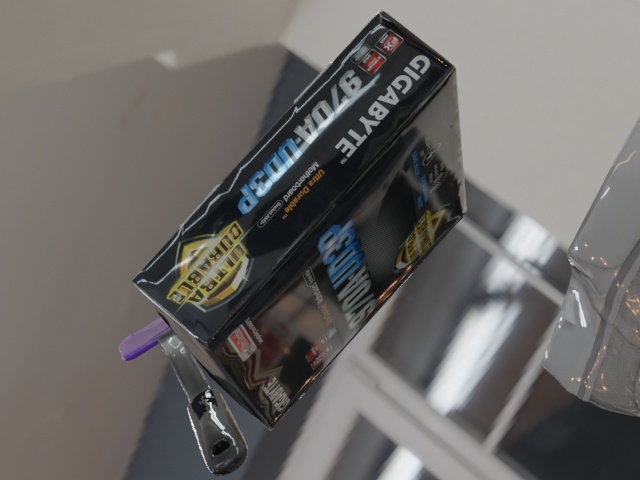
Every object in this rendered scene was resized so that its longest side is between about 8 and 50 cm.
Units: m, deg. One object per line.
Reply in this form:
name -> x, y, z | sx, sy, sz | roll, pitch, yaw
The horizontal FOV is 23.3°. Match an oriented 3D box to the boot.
boot -> 0.164, 0.017, 0.598 | 0.095, 0.123, 0.258 | -57, -15, -17

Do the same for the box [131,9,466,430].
box -> 0.000, 0.000, 0.805 | 0.175, 0.051, 0.220 | -48, -16, -9

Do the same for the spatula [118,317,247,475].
spatula -> -0.093, 0.100, 1.126 | 0.084, 0.296, 0.030 | -32, -65, -4
